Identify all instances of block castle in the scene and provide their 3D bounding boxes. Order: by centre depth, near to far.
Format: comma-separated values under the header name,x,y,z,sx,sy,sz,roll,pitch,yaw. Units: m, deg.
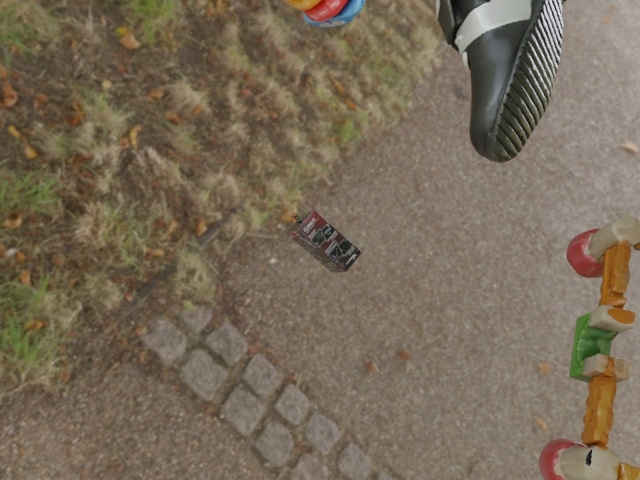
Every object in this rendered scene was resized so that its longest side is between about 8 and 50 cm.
name,x,y,z,sx,sy,sz,roll,pitch,yaw
block castle,0.549,0.209,1.181,0.303,0.213,0.453,14,72,1

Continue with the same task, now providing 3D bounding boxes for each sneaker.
name,x,y,z,sx,sy,sz,roll,pitch,yaw
sneaker,0.175,-0.237,0.746,0.122,0.146,0.330,35,66,-59

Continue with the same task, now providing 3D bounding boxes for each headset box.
name,x,y,z,sx,sy,sz,roll,pitch,yaw
headset box,0.000,0.000,0.832,0.083,0.032,0.062,42,-13,-8

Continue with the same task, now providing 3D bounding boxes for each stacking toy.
name,x,y,z,sx,sy,sz,roll,pitch,yaw
stacking toy,-0.062,-0.508,1.283,0.302,0.175,0.166,8,91,-42
